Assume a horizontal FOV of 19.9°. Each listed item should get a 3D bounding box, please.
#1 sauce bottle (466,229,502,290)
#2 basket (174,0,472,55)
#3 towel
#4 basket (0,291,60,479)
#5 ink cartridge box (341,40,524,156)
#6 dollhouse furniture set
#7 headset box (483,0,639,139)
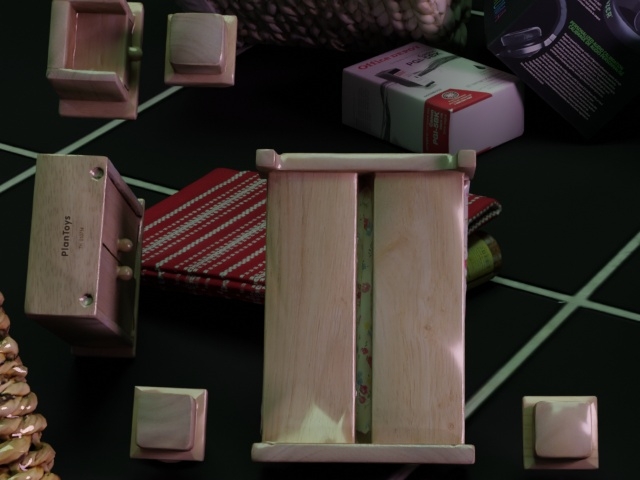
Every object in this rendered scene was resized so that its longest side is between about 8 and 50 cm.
[{"bbox_3d":[0.076,0.029,1.340,0.128,0.042,0.042,-20,33,-36],"label":"sauce bottle"},{"bbox_3d":[0.010,-0.359,1.668,0.266,0.328,0.331,8,-9,13],"label":"basket"},{"bbox_3d":[-0.029,-0.001,1.371,0.274,0.031,0.199,7,27,35],"label":"towel"},{"bbox_3d":[-0.295,0.167,0.997,0.299,0.213,0.223,-17,76,-20],"label":"basket"},{"bbox_3d":[0.098,-0.123,1.614,0.099,0.056,0.135,-25,36,-38],"label":"ink cartridge box"},{"bbox_3d":[0.000,0.000,1.213,0.355,0.303,0.174,2,-10,2],"label":"dollhouse furniture set"},{"bbox_3d":[0.289,-0.268,1.629,0.131,0.283,0.246,40,23,-15],"label":"headset box"}]
